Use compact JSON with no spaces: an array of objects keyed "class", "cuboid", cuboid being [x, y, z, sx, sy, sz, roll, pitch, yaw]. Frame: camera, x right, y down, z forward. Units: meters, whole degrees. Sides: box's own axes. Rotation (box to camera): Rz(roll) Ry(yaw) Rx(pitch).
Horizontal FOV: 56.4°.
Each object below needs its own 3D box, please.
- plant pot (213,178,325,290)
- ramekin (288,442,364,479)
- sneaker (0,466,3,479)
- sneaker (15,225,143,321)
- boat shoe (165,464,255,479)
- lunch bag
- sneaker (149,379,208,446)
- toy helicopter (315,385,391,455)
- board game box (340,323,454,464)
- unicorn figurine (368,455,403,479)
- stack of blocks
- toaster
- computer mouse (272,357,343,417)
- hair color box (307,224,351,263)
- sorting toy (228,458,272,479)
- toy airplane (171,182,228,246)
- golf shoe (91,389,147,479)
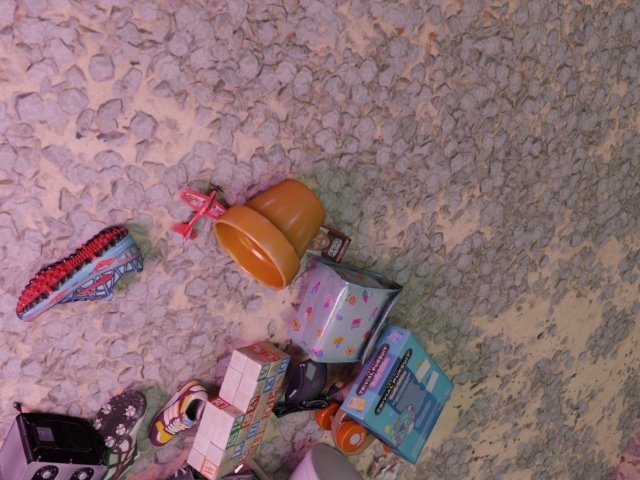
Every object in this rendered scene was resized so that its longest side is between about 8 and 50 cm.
[{"class":"plant pot","cuboid":[-0.095,-0.029,1.301,0.188,0.205,0.205,-47,127,-23]},{"class":"ramekin","cuboid":[0.025,0.708,1.639,0.127,0.273,0.273,-45,126,9]},{"class":"sneaker","cuboid":[-0.624,0.595,1.301,0.121,0.111,0.300,-30,116,-12]},{"class":"sneaker","cuboid":[-0.466,0.092,1.183,0.262,0.104,0.125,-36,126,-12]},{"class":"boat shoe","cuboid":[-0.319,0.606,1.457,0.335,0.121,0.119,3,74,-5]},{"class":"lunch bag","cuboid":[0.082,0.188,1.507,0.262,0.160,0.223,15,104,-40]},{"class":"sneaker","cuboid":[-0.336,0.421,1.410,0.069,0.084,0.185,34,91,-36]},{"class":"toy helicopter","cuboid":[0.172,0.452,1.689,0.235,0.140,0.355,41,82,-34]},{"class":"board game box","cuboid":[0.218,0.418,1.605,0.253,0.079,0.336,-57,134,-19]},{"class":"unicorn figurine","cuboid":[0.217,0.742,1.889,0.162,0.060,0.111,22,99,-18]},{"class":"stack of blocks","cuboid":[-0.194,0.405,1.439,0.171,0.087,0.297,-2,114,-61]},{"class":"toaster","cuboid":[-0.563,0.444,1.244,0.168,0.186,0.110,25,99,-43]},{"class":"computer mouse","cuboid":[-0.007,0.388,1.542,0.184,0.060,0.262,-4,138,-30]},{"class":"hair color box","cuboid":[0.000,0.000,1.446,0.141,0.043,0.072,21,99,-34]},{"class":"sorting toy","cuboid":[-0.204,0.727,1.509,0.255,0.257,0.089,-43,161,-7]},{"class":"toy airplane","cuboid":[-0.259,-0.055,1.282,0.151,0.028,0.151,-24,130,-32]},{"class":"golf shoe","cuboid":[-0.462,0.455,1.360,0.273,0.105,0.120,-56,144,7]}]
